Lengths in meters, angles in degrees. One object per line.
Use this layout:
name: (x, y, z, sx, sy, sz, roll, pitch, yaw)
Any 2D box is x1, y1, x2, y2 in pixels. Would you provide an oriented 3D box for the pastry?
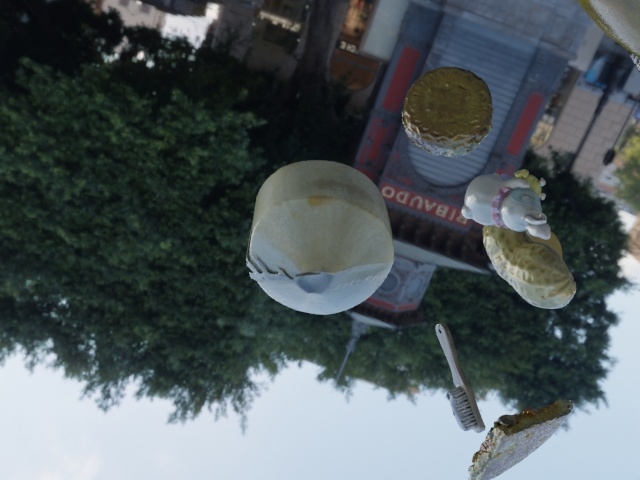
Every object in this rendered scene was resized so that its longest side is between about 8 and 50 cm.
pastry: (0.138, -0.140, 0.689, 0.097, 0.109, 0.057, -17, 161, 14)

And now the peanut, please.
peanut: (0.523, 0.049, 1.624, 0.147, 0.147, 0.305, 5, -147, -38)

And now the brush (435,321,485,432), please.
brush: (0.378, 0.393, 1.789, 0.065, 0.328, 0.070, -18, 179, -15)

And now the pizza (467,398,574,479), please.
pizza: (0.416, 0.425, 1.372, 0.197, 0.292, 0.058, 32, -161, -44)

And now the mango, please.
mango: (0.386, -0.318, 0.800, 0.227, 0.099, 0.136, 48, -172, -17)

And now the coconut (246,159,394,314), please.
coconut: (0.000, 0.000, 1.295, 0.322, 0.323, 0.323, 18, -161, -6)

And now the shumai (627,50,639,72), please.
shumai: (0.756, -0.432, 1.323, 0.185, 0.184, 0.218, -2, -110, -30)

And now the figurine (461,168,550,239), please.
figurine: (0.465, -0.085, 1.487, 0.155, 0.127, 0.235, -30, -149, -26)

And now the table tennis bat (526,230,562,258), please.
table tennis bat: (0.709, -0.005, 2.149, 0.198, 0.321, 0.050, -8, 157, 26)
